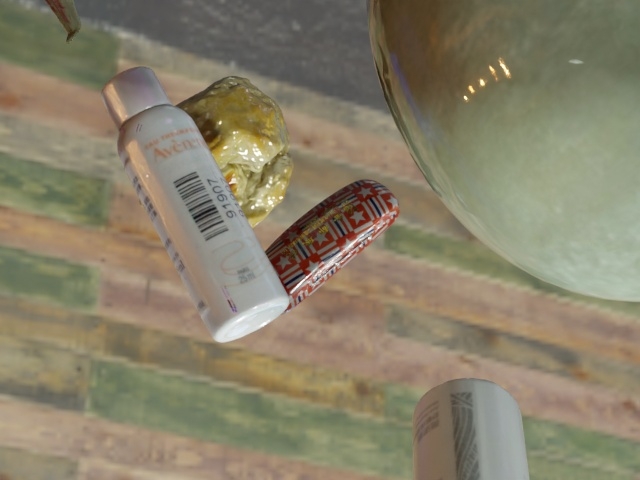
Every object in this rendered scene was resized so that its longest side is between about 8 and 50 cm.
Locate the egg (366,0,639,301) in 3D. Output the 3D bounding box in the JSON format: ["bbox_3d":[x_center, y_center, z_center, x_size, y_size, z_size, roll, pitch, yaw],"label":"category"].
[{"bbox_3d":[0.161,-0.122,0.869,0.258,0.352,0.258,-11,139,-10],"label":"egg"}]

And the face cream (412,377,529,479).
[{"bbox_3d":[0.122,0.254,1.104,0.101,0.346,0.102,1,124,2],"label":"face cream"}]

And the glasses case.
[{"bbox_3d":[0.000,0.000,1.579,0.194,0.073,0.049,-41,148,-14],"label":"glasses case"}]

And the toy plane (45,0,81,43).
[{"bbox_3d":[-0.313,-0.286,1.420,0.229,0.092,0.244,28,136,-34],"label":"toy plane"}]

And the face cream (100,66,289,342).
[{"bbox_3d":[-0.123,-0.039,1.309,0.082,0.269,0.082,-28,167,-7],"label":"face cream"}]

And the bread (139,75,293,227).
[{"bbox_3d":[-0.135,-0.108,1.979,0.134,0.244,0.244,34,177,43],"label":"bread"}]
